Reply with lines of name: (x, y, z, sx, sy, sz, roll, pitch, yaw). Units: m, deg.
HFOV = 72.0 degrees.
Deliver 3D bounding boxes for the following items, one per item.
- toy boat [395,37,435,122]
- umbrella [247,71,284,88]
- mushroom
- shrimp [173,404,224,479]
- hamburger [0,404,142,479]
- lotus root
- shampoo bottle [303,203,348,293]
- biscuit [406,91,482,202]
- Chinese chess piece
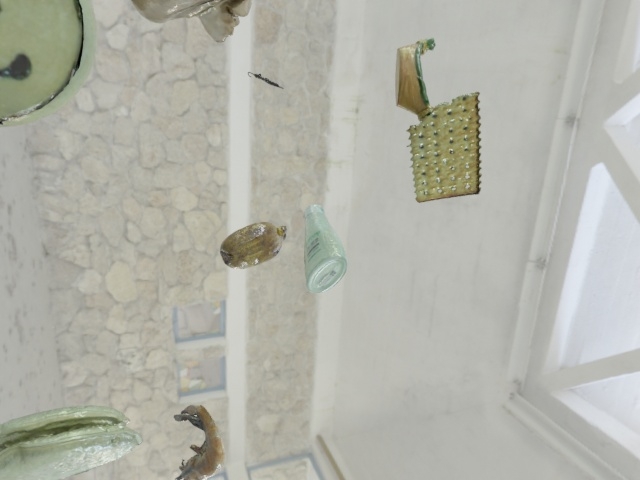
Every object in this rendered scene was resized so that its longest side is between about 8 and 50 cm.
toy boat: (0.201, -0.326, 0.907, 0.089, 0.088, 0.229, 85, 8, -69)
umbrella: (-0.157, -0.458, 1.257, 0.013, 0.122, 0.022, -56, 163, -30)
mushroom: (-0.184, -0.405, 0.687, 0.226, 0.227, 0.178, 54, -13, 53)
shrimp: (-0.269, 0.432, 0.924, 0.219, 0.046, 0.152, -50, -119, 33)
hamburger: (-0.227, 0.173, 0.382, 0.084, 0.122, 0.054, 82, -4, -56)
lotus root: (-0.224, 0.011, 1.534, 0.129, 0.260, 0.145, 27, -45, 49)
shampoo bottle: (0.000, 0.000, 0.651, 0.069, 0.041, 0.190, -51, -158, 20)
biscuit: (0.242, -0.173, 0.860, 0.016, 0.144, 0.203, -85, 164, -63)
Chinese chess piece: (-0.544, -0.354, 0.687, 0.146, 0.350, 0.348, -137, -132, -60)
